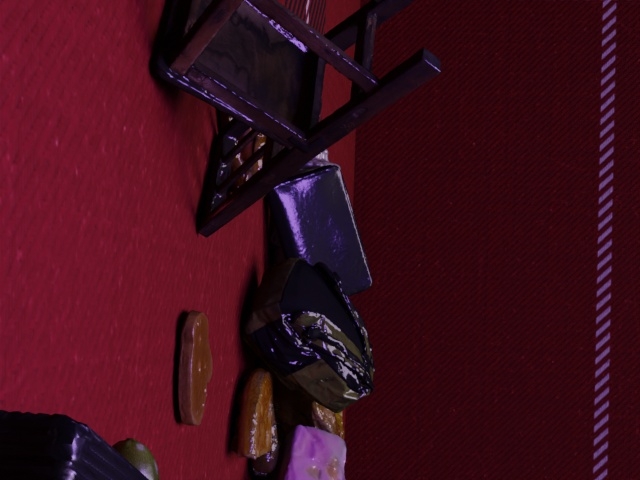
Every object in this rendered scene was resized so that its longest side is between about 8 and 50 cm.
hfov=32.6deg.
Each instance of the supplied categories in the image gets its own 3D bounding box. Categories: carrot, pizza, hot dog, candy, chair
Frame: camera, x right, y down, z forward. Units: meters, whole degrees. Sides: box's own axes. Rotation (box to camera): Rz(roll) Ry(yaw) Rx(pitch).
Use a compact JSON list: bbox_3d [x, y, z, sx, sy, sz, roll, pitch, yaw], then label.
[{"bbox_3d":[-0.092,0.265,1.821,0.049,0.049,0.254,67,22,-74],"label":"carrot"},{"bbox_3d":[-0.106,0.283,1.685,0.175,0.046,0.134,-77,165,-57],"label":"pizza"},{"bbox_3d":[-0.104,-0.185,1.513,0.083,0.068,0.289,-90,177,-61],"label":"hot dog"},{"bbox_3d":[-0.038,0.449,1.788,0.265,0.116,0.155,-77,-170,-47],"label":"candy"},{"bbox_3d":[-0.088,-0.211,1.260,0.241,0.416,0.203,31,46,-29],"label":"chair"}]

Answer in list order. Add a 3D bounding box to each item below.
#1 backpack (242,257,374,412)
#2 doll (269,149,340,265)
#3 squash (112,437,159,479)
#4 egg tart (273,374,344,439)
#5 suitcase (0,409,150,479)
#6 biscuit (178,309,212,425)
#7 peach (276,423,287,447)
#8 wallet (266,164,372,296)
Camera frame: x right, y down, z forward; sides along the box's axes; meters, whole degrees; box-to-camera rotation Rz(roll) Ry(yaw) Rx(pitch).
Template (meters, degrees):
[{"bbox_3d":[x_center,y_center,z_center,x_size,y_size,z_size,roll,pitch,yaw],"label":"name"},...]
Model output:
[{"bbox_3d":[-0.005,0.155,1.765,0.253,0.140,0.207,49,27,-18],"label":"backpack"},{"bbox_3d":[-0.028,-0.044,1.970,0.119,0.138,0.293,3,-92,57],"label":"doll"},{"bbox_3d":[-0.182,0.308,0.998,0.066,0.066,0.252,62,31,-76],"label":"squash"},{"bbox_3d":[-0.028,0.260,1.974,0.295,0.116,0.294,-11,90,-87],"label":"egg tart"},{"bbox_3d":[-0.174,0.249,0.679,0.335,0.152,0.229,76,16,-65],"label":"suitcase"},{"bbox_3d":[-0.156,0.157,1.345,0.118,0.023,0.140,55,37,-79],"label":"biscuit"},{"bbox_3d":[-0.063,0.468,2.001,0.189,0.068,0.279,-41,115,-75],"label":"peach"},{"bbox_3d":[0.000,0.000,1.908,0.044,0.149,0.250,12,-58,69],"label":"wallet"}]
